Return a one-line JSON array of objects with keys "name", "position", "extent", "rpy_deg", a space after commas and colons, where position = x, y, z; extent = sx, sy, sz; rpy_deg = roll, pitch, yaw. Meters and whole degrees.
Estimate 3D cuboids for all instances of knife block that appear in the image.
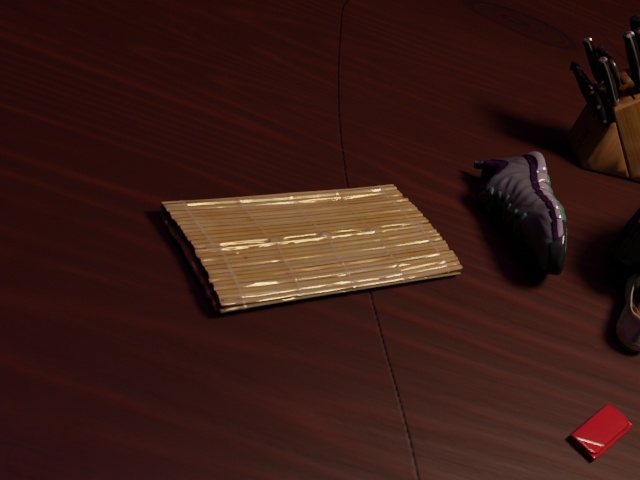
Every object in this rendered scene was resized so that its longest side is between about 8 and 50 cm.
[{"name": "knife block", "position": [0.504, -0.215, 1.164], "extent": [0.276, 0.242, 0.088], "rpy_deg": [12, 40, -16]}]

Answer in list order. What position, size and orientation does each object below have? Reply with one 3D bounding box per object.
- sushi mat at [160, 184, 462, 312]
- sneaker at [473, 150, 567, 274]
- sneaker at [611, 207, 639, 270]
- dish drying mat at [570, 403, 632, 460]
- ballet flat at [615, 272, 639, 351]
[{"name": "sushi mat", "position": [0.000, 0.000, 0.819], "extent": [0.316, 0.019, 0.151], "rpy_deg": [-6, 46, -34]}, {"name": "sneaker", "position": [0.249, -0.033, 0.968], "extent": [0.098, 0.083, 0.223], "rpy_deg": [-1, 36, 5]}, {"name": "sneaker", "position": [0.516, -0.014, 1.013], "extent": [0.343, 0.134, 0.146], "rpy_deg": [-13, 52, -42]}, {"name": "dish drying mat", "position": [0.279, 0.189, 0.752], "extent": [0.083, 0.008, 0.032], "rpy_deg": [-18, 53, -41]}, {"name": "ballet flat", "position": [0.398, 0.075, 0.915], "extent": [0.057, 0.052, 0.168], "rpy_deg": [30, 37, 10]}]
